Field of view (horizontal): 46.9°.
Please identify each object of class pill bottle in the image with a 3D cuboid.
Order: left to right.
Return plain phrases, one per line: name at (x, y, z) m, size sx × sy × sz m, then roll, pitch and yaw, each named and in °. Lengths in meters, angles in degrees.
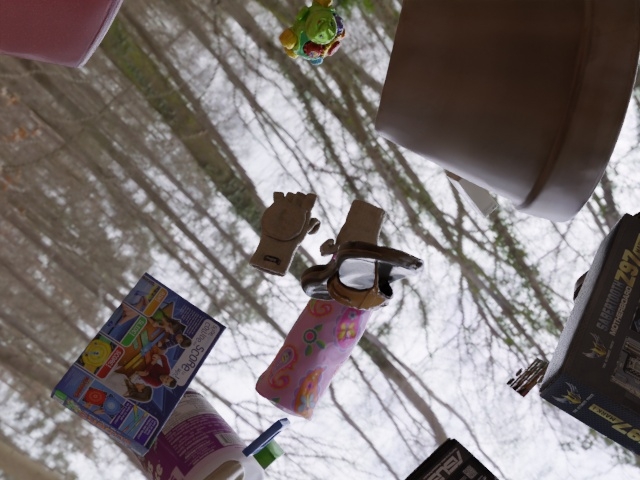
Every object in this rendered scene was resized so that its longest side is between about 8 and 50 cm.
pill bottle at (-0.252, 0.378, 1.368) m, size 0.169 × 0.169 × 0.301 m, roll -48°, pitch -132°, yaw -8°

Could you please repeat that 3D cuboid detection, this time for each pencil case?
pencil case at (0.001, 0.165, 1.274) m, size 0.284 × 0.124 × 0.124 m, roll -60°, pitch -151°, yaw -8°

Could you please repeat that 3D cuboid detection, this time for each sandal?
sandal at (0.037, 0.048, 0.786) m, size 0.219 × 0.090 × 0.060 m, roll -27°, pitch -127°, yaw 60°

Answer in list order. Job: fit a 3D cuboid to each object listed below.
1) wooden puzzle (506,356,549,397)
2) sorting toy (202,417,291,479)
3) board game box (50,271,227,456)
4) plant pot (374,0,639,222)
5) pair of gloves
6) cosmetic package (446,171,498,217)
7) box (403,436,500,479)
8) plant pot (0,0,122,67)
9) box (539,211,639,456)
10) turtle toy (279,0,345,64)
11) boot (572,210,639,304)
wooden puzzle at (0.245, 0.159, 0.860) m, size 0.049 × 0.006 × 0.083 m, roll -45°, pitch -179°, yaw 0°
sorting toy at (-0.164, 0.358, 0.942) m, size 0.347 × 0.047 × 0.196 m, roll -37°, pitch 166°, yaw -15°
board game box at (-0.227, 0.154, 0.949) m, size 0.035 × 0.136 × 0.201 m, roll -48°, pitch -172°, yaw 50°
plant pot at (0.228, -0.211, 0.995) m, size 0.323 × 0.280 × 0.323 m, roll 14°, pitch 90°, yaw -87°
pair of gloves at (0.000, 0.000, 1.419) m, size 0.042 × 0.240 × 0.204 m, roll 102°, pitch 1°, yaw -58°
cosmetic package at (0.327, -0.108, 1.588) m, size 0.041 × 0.115 × 0.060 m, roll -42°, pitch -153°, yaw 0°
box at (0.132, 0.449, 0.803) m, size 0.395 × 0.097 × 0.318 m, roll -30°, pitch -123°, yaw -35°
plant pot at (-0.375, -0.379, 0.938) m, size 0.236 × 0.267 × 0.267 m, roll 120°, pitch -30°, yaw -45°
box at (0.339, 0.101, 0.720) m, size 0.233 × 0.183 × 0.059 m, roll -53°, pitch 169°, yaw -37°
turtle toy at (-0.004, -0.287, 1.016) m, size 0.095 × 0.066 × 0.130 m, roll -48°, pitch 176°, yaw 3°
boot at (0.393, 0.053, 0.945) m, size 0.219 × 0.082 × 0.106 m, roll 110°, pitch 6°, yaw -48°
